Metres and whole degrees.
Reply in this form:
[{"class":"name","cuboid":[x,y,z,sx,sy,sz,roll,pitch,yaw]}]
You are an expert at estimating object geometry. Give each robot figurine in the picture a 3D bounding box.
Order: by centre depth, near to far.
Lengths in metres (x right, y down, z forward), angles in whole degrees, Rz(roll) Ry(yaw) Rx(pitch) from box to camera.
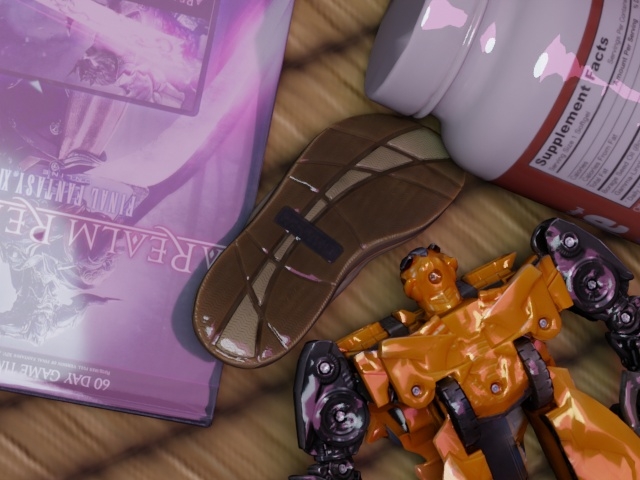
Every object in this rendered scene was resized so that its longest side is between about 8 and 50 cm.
[{"class":"robot figurine","cuboid":[0.104,0.136,0.764,0.211,0.085,0.291,-26,93,-14]}]

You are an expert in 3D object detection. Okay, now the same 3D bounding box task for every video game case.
[{"class":"video game case","cuboid":[-0.123,-0.061,0.753,0.196,0.026,0.274,12,83,-12]}]

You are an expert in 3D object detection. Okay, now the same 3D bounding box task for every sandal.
[{"class":"sandal","cuboid":[0.000,0.000,0.761,0.072,0.049,0.180,41,61,6]}]

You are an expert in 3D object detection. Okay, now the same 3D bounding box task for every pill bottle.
[{"class":"pill bottle","cuboid":[0.137,-0.071,0.765,0.216,0.121,0.121,22,82,-10]}]
